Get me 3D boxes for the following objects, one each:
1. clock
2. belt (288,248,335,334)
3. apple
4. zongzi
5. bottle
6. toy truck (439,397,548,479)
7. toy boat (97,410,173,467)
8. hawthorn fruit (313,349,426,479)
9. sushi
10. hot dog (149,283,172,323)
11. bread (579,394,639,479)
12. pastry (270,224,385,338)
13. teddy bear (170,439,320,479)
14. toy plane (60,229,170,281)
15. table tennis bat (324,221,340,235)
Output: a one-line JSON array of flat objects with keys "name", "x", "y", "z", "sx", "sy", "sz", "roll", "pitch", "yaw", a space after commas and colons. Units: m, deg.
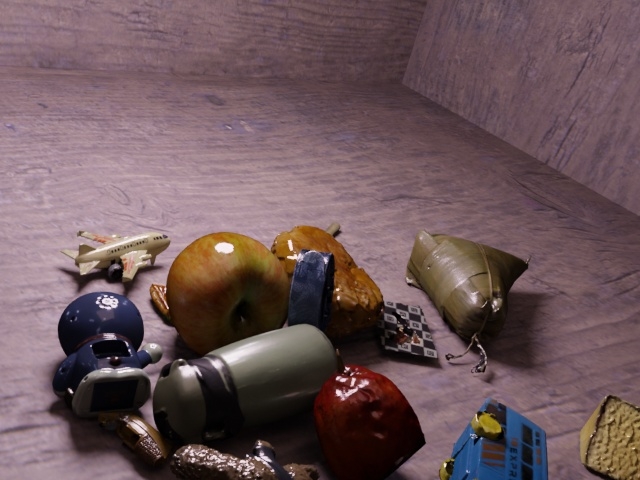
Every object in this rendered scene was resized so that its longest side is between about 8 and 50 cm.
[{"name": "clock", "x": -0.392, "y": 0.201, "z": 1.385, "sx": 0.200, "sy": 0.146, "sz": 0.243, "roll": -2, "pitch": 39, "yaw": -24}, {"name": "belt", "x": -0.014, "y": 0.109, "z": 1.544, "sx": 0.082, "sy": 0.190, "sz": 0.141, "roll": 8, "pitch": 12, "yaw": 9}, {"name": "apple", "x": -0.196, "y": 0.108, "z": 1.553, "sx": 0.265, "sy": 0.264, "sz": 0.264, "roll": 13, "pitch": 27, "yaw": -7}, {"name": "zongzi", "x": 0.458, "y": 0.149, "z": 1.929, "sx": 0.419, "sy": 0.181, "sz": 0.447, "roll": 6, "pitch": 30, "yaw": -22}, {"name": "bottle", "x": -0.140, "y": 0.264, "z": 1.378, "sx": 0.347, "sy": 0.168, "sz": 0.168, "roll": -10, "pitch": 36, "yaw": -37}, {"name": "toy truck", "x": 0.295, "y": 0.438, "z": 1.290, "sx": 0.162, "sy": 0.161, "sz": 0.385, "roll": 28, "pitch": 26, "yaw": 3}, {"name": "toy boat", "x": -0.315, "y": 0.329, "z": 1.274, "sx": 0.149, "sy": 0.047, "sz": 0.049, "roll": 28, "pitch": 29, "yaw": 21}, {"name": "hawthorn fruit", "x": 0.072, "y": 0.312, "z": 1.330, "sx": 0.190, "sy": 0.251, "sz": 0.189, "roll": -26, "pitch": 10, "yaw": 5}, {"name": "sushi", "x": 0.193, "y": 0.216, "z": 1.802, "sx": 0.139, "sy": 0.031, "sz": 0.201, "roll": 11, "pitch": 30, "yaw": -11}, {"name": "hot dog", "x": -0.341, "y": 0.138, "z": 1.652, "sx": 0.049, "sy": 0.037, "sz": 0.122, "roll": 10, "pitch": 30, "yaw": -39}, {"name": "bread", "x": 0.684, "y": 0.441, "z": 1.568, "sx": 0.266, "sy": 0.178, "sz": 0.142, "roll": 24, "pitch": -4, "yaw": 10}, {"name": "pastry", "x": 0.001, "y": 0.108, "z": 1.757, "sx": 0.255, "sy": 0.161, "sz": 0.311, "roll": 6, "pitch": 37, "yaw": -52}, {"name": "teddy bear", "x": -0.104, "y": 0.395, "z": 1.176, "sx": 0.252, "sy": 0.129, "sz": 0.181, "roll": 9, "pitch": 63, "yaw": -23}, {"name": "toy plane", "x": -0.455, "y": 0.030, "z": 1.730, "sx": 0.244, "sy": 0.092, "sz": 0.229, "roll": -8, "pitch": 33, "yaw": -41}, {"name": "table tennis bat", "x": 0.000, "y": 0.000, "z": 2.125, "sx": 0.138, "sy": 0.022, "sz": 0.246, "roll": 23, "pitch": 28, "yaw": 13}]
